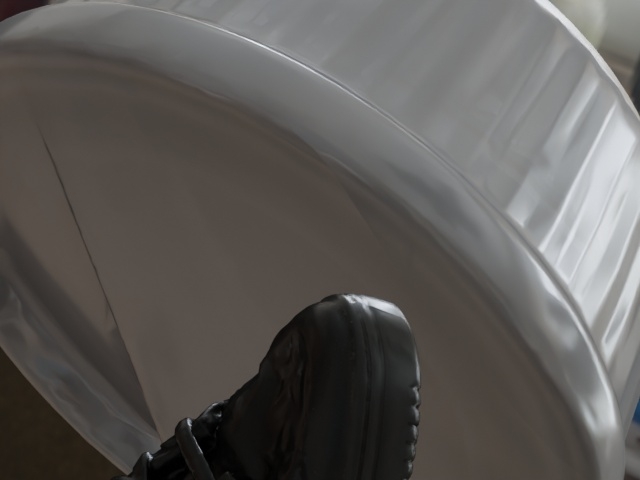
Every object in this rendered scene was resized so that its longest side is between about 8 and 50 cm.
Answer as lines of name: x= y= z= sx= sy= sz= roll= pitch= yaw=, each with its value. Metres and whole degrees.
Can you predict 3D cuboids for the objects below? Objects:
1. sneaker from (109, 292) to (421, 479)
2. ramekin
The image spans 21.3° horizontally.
sneaker: x=-0.050 y=0.079 z=0.339 sx=0.089 sy=0.170 sz=0.051 roll=16 pitch=21 yaw=-22
ramekin: x=0.000 y=0.000 z=0.610 sx=0.273 sy=0.273 sz=0.127 roll=25 pitch=55 yaw=17
